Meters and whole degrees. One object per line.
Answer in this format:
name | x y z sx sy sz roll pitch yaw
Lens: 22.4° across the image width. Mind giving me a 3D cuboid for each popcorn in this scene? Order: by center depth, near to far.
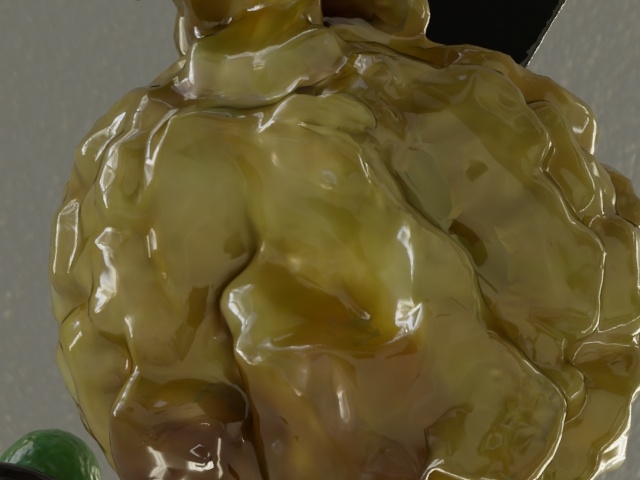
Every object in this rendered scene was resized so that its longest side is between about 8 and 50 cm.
popcorn | 0.000 0.000 0.701 0.265 0.225 0.332 -31 -100 31

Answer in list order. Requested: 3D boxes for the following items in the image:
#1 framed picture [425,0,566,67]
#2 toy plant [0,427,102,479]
framed picture | 0.092 -0.271 1.132 0.244 0.013 0.324 29 -72 -1
toy plant | -0.266 0.252 1.276 0.218 0.235 0.175 -36 -71 6
